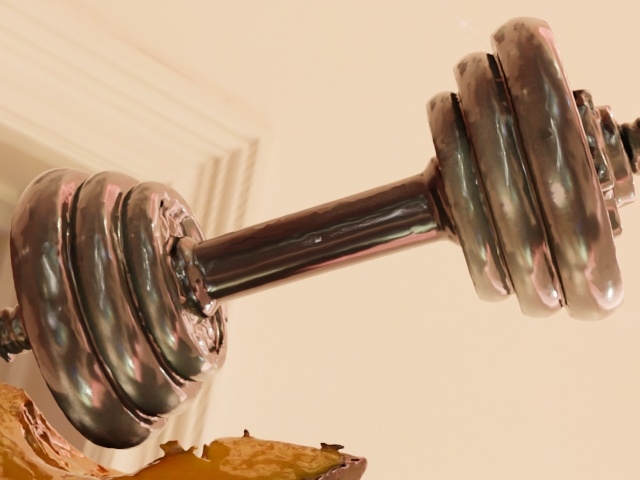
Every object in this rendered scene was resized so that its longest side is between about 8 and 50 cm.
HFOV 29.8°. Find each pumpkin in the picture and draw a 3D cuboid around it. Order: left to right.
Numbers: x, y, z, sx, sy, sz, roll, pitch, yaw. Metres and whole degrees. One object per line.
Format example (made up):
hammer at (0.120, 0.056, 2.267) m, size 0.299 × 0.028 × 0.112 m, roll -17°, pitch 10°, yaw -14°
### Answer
pumpkin at (-0.113, 0.183, 0.710) m, size 0.149 × 0.254 × 0.130 m, roll -61°, pitch 158°, yaw -59°

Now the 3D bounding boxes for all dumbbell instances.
dumbbell at (0.000, 0.000, 0.697) m, size 0.406 × 0.179 × 0.179 m, roll -16°, pitch -128°, yaw 8°
